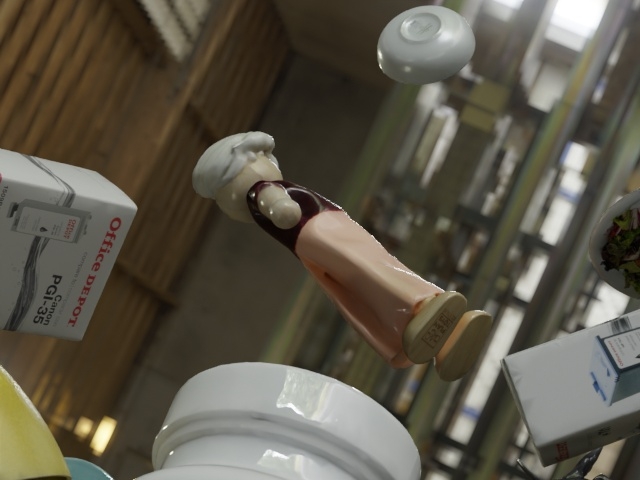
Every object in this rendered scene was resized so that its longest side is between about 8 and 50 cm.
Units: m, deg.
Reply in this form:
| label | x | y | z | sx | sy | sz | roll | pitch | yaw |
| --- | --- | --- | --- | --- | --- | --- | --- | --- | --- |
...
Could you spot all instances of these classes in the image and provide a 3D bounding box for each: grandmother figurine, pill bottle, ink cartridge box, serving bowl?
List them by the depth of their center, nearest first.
| label | x | y | z | sx | sy | sz | roll | pitch | yaw |
| --- | --- | --- | --- | --- | --- | --- | --- | --- | --- |
| pill bottle | -0.064 | 0.265 | 0.988 | 0.210 | 0.210 | 0.363 | 101 | -174 | -51 |
| ink cartridge box | 0.250 | 0.108 | 1.344 | 0.190 | 0.082 | 0.139 | -22 | -16 | 5 |
| serving bowl | 0.086 | -0.168 | 1.395 | 0.083 | 0.083 | 0.027 | -60 | -31 | -32 |
| grandmother figurine | 0.000 | 0.000 | 1.589 | 0.104 | 0.342 | 0.208 | -49 | -35 | -5 |
| ink cartridge box | -0.397 | -0.001 | 2.107 | 0.283 | 0.117 | 0.207 | 13 | -73 | -44 |

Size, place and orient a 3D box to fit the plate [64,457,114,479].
| label | x | y | z | sx | sy | sz | roll | pitch | yaw |
| --- | --- | --- | --- | --- | --- | --- | --- | --- | --- |
| plate | -0.286 | 0.335 | 1.852 | 0.024 | 0.188 | 0.188 | 10 | -76 | -64 |

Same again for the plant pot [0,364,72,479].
| label | x | y | z | sx | sy | sz | roll | pitch | yaw |
| --- | --- | --- | --- | --- | --- | --- | --- | --- | --- |
| plant pot | -0.230 | 0.119 | 1.032 | 0.134 | 0.134 | 0.095 | 64 | -171 | -77 |

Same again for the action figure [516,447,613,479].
| label | x | y | z | sx | sy | sz | roll | pitch | yaw |
| --- | --- | --- | --- | --- | --- | --- | --- | --- | --- |
| action figure | 0.302 | 0.290 | 1.616 | 0.164 | 0.275 | 0.141 | -54 | -12 | -24 |

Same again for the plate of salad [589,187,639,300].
| label | x | y | z | sx | sy | sz | roll | pitch | yaw |
| --- | --- | --- | --- | --- | --- | --- | --- | --- | --- |
| plate of salad | 0.347 | 0.009 | 1.535 | 0.200 | 0.199 | 0.048 | 100 | 173 | -52 |
